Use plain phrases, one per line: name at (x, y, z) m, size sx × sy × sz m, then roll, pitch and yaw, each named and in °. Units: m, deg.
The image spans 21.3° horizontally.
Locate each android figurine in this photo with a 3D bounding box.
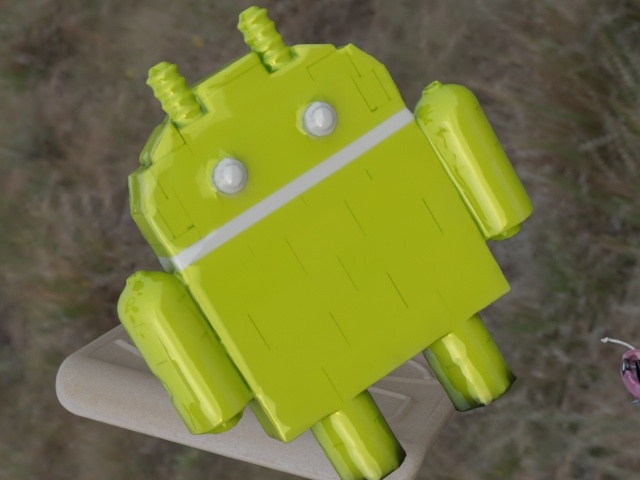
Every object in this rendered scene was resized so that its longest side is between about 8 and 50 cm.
android figurine at (0.000, 0.000, 0.983) m, size 0.248 × 0.273 × 0.056 m, roll -31°, pitch 11°, yaw -15°

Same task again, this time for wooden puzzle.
wooden puzzle at (-0.038, 0.138, 1.570) m, size 0.348 × 0.322 × 0.080 m, roll -44°, pitch -34°, yaw -69°

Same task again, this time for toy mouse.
toy mouse at (0.295, 0.125, 1.365) m, size 0.143 × 0.161 × 0.031 m, roll -55°, pitch -23°, yaw -52°
